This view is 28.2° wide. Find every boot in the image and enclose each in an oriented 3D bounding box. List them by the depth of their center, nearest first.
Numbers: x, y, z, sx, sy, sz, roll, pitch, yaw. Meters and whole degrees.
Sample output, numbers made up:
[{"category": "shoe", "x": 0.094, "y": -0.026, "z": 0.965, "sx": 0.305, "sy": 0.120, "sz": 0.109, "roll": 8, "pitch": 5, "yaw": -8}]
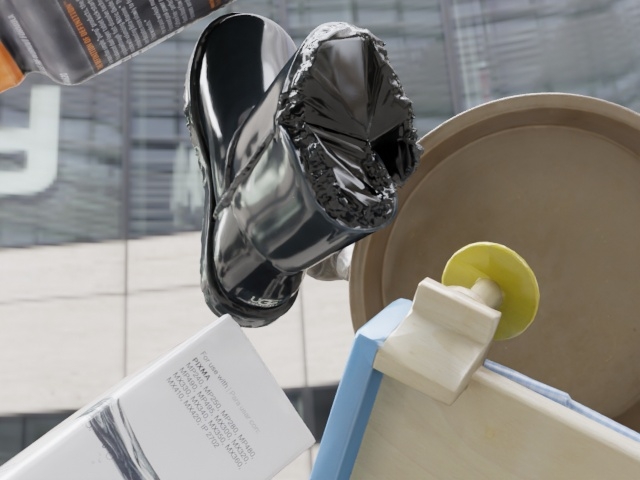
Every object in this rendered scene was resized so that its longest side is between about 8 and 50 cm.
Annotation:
[{"category": "boot", "x": -0.014, "y": -0.084, "z": 0.822, "sx": 0.094, "sy": 0.246, "sz": 0.207, "roll": 9, "pitch": -27, "yaw": -22}]

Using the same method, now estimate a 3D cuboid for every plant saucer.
[{"category": "plant saucer", "x": 0.159, "y": 0.032, "z": 0.917, "sx": 0.278, "sy": 0.277, "sz": 0.041, "roll": -4, "pitch": 10, "yaw": 1}]

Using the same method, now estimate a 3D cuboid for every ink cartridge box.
[{"category": "ink cartridge box", "x": -0.142, "y": 0.161, "z": 0.769, "sx": 0.237, "sy": 0.100, "sz": 0.172, "roll": -36, "pitch": 2, "yaw": -31}]

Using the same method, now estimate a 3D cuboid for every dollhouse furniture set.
[{"category": "dollhouse furniture set", "x": 0.149, "y": 0.170, "z": 0.581, "sx": 0.286, "sy": 0.198, "sz": 0.303, "roll": 24, "pitch": -63, "yaw": 20}]

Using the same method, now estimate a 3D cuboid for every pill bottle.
[{"category": "pill bottle", "x": -0.150, "y": -0.195, "z": 0.903, "sx": 0.246, "sy": 0.130, "sz": 0.130, "roll": -30, "pitch": -27, "yaw": -8}]

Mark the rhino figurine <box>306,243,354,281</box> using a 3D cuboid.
[{"category": "rhino figurine", "x": 0.000, "y": 0.000, "z": 1.209, "sx": 0.106, "sy": 0.073, "sz": 0.243, "roll": 25, "pitch": 4, "yaw": -43}]
